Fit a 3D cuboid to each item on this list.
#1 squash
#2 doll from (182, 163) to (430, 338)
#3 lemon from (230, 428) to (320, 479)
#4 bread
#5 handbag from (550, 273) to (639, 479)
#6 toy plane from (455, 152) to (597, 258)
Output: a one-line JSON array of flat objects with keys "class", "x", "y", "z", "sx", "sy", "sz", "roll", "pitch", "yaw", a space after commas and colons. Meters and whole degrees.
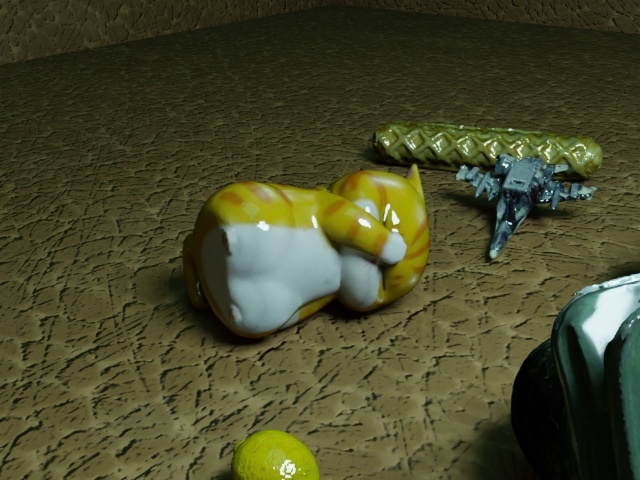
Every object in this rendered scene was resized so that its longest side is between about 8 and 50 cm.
[{"class": "squash", "x": 0.237, "y": 0.129, "z": 0.546, "sx": 0.193, "sy": 0.156, "sz": 0.193, "roll": -17, "pitch": 11, "yaw": 3}, {"class": "doll", "x": -0.005, "y": 0.008, "z": 0.807, "sx": 0.270, "sy": 0.166, "sz": 0.162, "roll": -4, "pitch": 27, "yaw": -14}, {"class": "lemon", "x": -0.035, "y": 0.171, "z": 0.561, "sx": 0.083, "sy": 0.062, "sz": 0.062, "roll": 21, "pitch": 33, "yaw": 39}, {"class": "bread", "x": 0.263, "y": -0.147, "z": 1.233, "sx": 0.367, "sy": 0.077, "sz": 0.084, "roll": 6, "pitch": 27, "yaw": 16}, {"class": "handbag", "x": 0.264, "y": 0.135, "z": 0.416, "sx": 0.247, "sy": 0.260, "sz": 0.079, "roll": -11, "pitch": 1, "yaw": -13}, {"class": "toy plane", "x": 0.265, "y": -0.058, "z": 1.025, "sx": 0.192, "sy": 0.088, "sz": 0.262, "roll": 11, "pitch": 27, "yaw": 21}]
